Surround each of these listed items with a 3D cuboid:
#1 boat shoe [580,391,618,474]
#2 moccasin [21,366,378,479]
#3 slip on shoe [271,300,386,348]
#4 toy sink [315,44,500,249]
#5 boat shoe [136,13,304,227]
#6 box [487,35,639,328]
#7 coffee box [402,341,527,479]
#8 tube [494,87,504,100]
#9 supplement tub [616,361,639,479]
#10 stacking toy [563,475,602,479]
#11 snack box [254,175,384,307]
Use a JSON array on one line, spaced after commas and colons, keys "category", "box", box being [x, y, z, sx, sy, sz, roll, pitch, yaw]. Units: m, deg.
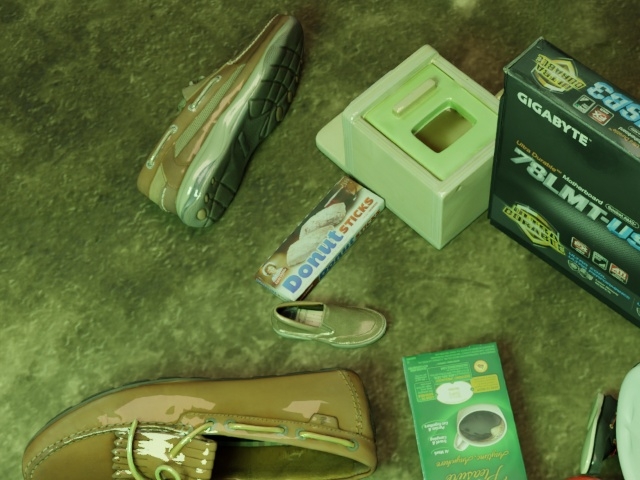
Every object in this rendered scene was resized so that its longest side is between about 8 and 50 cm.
[{"category": "boat shoe", "box": [0.305, 0.209, 1.355, 0.042, 0.049, 0.133, 21, 29, 11]}, {"category": "moccasin", "box": [-0.129, 0.234, 1.361, 0.380, 0.139, 0.147, -2, 50, -8]}, {"category": "slip on shoe", "box": [0.009, 0.093, 1.478, 0.135, 0.041, 0.051, 7, 60, 8]}, {"category": "toy sink", "box": [0.118, -0.134, 1.553, 0.153, 0.131, 0.234, -39, 63, -18]}, {"category": "boat shoe", "box": [-0.125, -0.169, 1.603, 0.116, 0.123, 0.324, 21, 61, 18]}, {"category": "box", "box": [0.321, -0.039, 1.386, 0.295, 0.293, 0.073, 38, 69, 23]}, {"category": "coffee box", "box": [0.158, 0.208, 1.398, 0.113, 0.040, 0.184, -10, 58, -1]}, {"category": "tube", "box": [0.305, -0.096, 1.564, 0.240, 0.062, 0.070, 41, 114, 19]}, {"category": "supplement tub", "box": [0.479, 0.192, 1.279, 0.316, 0.193, 0.194, -8, 58, -11]}, {"category": "stacking toy", "box": [0.331, 0.373, 1.244, 0.141, 0.141, 0.330, -24, 55, -10]}, {"category": "snack box", "box": [0.000, 0.000, 1.546, 0.064, 0.022, 0.178, 33, 67, 20]}]
